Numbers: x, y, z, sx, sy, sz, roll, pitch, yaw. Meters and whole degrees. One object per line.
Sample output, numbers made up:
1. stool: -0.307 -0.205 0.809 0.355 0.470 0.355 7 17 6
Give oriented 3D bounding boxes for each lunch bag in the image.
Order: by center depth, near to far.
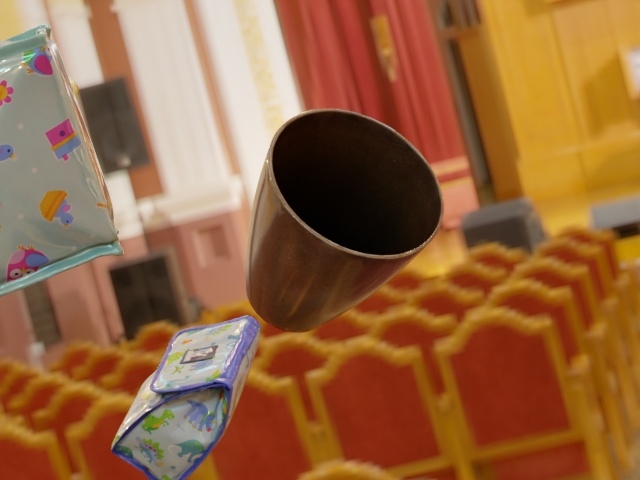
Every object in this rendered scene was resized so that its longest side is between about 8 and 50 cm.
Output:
1. lunch bag: -0.333 -0.051 1.558 0.262 0.223 0.160 -20 13 -3
2. lunch bag: -0.123 0.151 1.706 0.151 0.096 0.129 -43 13 27

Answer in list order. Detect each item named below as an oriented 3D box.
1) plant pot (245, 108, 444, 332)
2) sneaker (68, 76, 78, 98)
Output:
1. plant pot: 0.000 0.000 2.046 0.215 0.215 0.230 -17 -27 -36
2. sneaker: -0.386 -0.157 2.181 0.208 0.081 0.094 -12 13 32
